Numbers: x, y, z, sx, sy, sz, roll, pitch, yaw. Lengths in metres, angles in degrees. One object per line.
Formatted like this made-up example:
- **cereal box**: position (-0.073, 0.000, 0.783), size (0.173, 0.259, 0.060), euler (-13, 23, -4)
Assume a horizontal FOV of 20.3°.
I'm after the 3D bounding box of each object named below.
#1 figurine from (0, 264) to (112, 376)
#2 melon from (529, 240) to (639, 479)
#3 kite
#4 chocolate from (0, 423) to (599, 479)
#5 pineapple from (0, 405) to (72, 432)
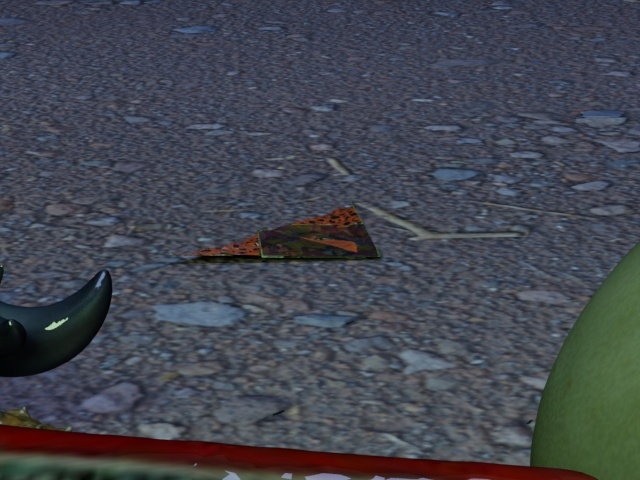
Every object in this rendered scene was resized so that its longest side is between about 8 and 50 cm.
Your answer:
- **figurine**: position (-0.245, 0.052, 0.970), size (0.265, 0.197, 0.175), euler (7, -8, 39)
- **melon**: position (0.222, 0.081, 0.631), size (0.330, 0.268, 0.268), euler (-3, 10, 41)
- **kite**: position (0.000, 0.001, 1.420), size (0.125, 0.008, 0.222), euler (12, 20, 39)
- **chocolate**: position (-0.053, 0.164, 0.426), size (0.237, 0.234, 0.108), euler (4, 27, 16)
- **pineapple**: position (-0.100, 0.157, 0.683), size (0.125, 0.125, 0.251), euler (-7, 23, -22)
